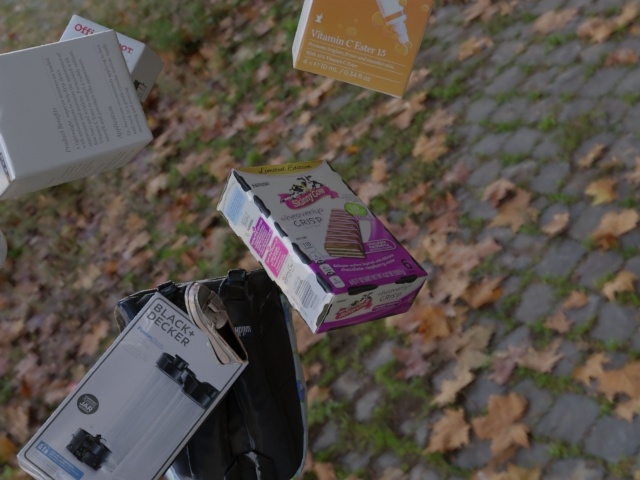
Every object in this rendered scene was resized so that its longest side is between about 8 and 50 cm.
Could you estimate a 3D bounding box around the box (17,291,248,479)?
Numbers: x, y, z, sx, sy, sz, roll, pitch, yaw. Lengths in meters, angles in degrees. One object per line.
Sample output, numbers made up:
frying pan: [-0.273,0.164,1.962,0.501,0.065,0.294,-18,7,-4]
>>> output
box: [-0.251,0.233,1.430,0.290,0.169,0.087,-50,-4,-25]

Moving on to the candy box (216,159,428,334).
candy box: [0.000,0.000,1.312,0.233,0.159,0.071,49,131,31]

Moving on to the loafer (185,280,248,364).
loafer: [-0.118,0.097,1.229,0.039,0.125,0.045,4,43,28]

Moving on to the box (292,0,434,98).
box: [0.095,-0.467,1.924,0.168,0.215,0.345,-96,21,-67]

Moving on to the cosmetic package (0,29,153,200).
cosmetic package: [-0.336,-0.156,1.336,0.183,0.151,0.151,-18,-1,-26]

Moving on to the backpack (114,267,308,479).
backpack: [-0.147,0.257,1.647,0.290,0.273,0.355,-13,57,-16]

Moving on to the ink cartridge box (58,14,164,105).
ink cartridge box: [-0.375,-0.244,1.727,0.153,0.087,0.208,24,84,17]

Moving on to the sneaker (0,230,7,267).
sneaker: [-0.632,-0.017,1.747,0.321,0.127,0.126,29,82,49]
